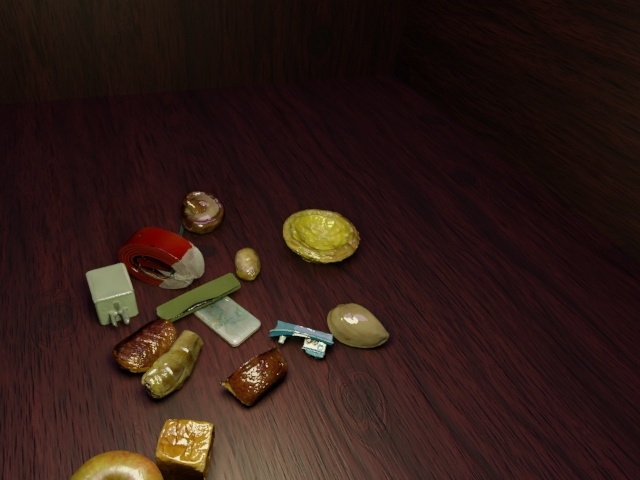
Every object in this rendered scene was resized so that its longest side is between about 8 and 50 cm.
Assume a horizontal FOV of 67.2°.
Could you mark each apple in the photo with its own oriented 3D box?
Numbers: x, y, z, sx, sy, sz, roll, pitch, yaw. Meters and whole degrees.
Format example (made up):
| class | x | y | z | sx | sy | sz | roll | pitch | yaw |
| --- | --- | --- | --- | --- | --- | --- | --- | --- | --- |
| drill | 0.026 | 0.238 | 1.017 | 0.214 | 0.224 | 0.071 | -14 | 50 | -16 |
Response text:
| class | x | y | z | sx | sy | sz | roll | pitch | yaw |
| --- | --- | --- | --- | --- | --- | --- | --- | --- | --- |
| apple | -0.513 | 0.667 | 1.198 | 0.264 | 0.264 | 0.264 | 5 | 40 | -4 |

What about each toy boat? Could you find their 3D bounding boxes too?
| class | x | y | z | sx | sy | sz | roll | pitch | yaw |
| --- | --- | --- | --- | --- | --- | --- | --- | --- | --- |
| toy boat | -0.071 | 0.359 | 1.738 | 0.238 | 0.109 | 0.098 | 14 | 75 | 7 |

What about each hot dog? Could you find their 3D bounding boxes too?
| class | x | y | z | sx | sy | sz | roll | pitch | yaw |
| --- | --- | --- | --- | --- | --- | --- | --- | --- | --- |
| hot dog | -0.593 | 0.357 | 1.637 | 0.160 | 0.099 | 0.227 | 29 | 43 | 23 |

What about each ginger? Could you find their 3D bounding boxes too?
| class | x | y | z | sx | sy | sz | roll | pitch | yaw |
| --- | --- | --- | --- | --- | --- | --- | --- | --- | --- |
| ginger | -0.479 | 0.411 | 1.589 | 0.116 | 0.109 | 0.263 | 19 | 35 | 9 |

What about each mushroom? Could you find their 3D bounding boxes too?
| class | x | y | z | sx | sy | sz | roll | pitch | yaw |
| --- | --- | --- | --- | --- | --- | --- | --- | --- | --- |
| mushroom | -0.539 | -0.117 | 2.188 | 0.194 | 0.138 | 0.231 | 12 | 50 | -23 |

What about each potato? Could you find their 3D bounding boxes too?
| class | x | y | z | sx | sy | sz | roll | pitch | yaw |
| --- | --- | --- | --- | --- | --- | --- | --- | --- | --- |
| potato | -0.304 | 0.099 | 2.004 | 0.107 | 0.080 | 0.170 | -6 | 47 | -18 |

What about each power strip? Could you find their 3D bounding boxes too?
| class | x | y | z | sx | sy | sz | roll | pitch | yaw |
| --- | --- | --- | --- | --- | --- | --- | --- | --- | --- |
| power strip | -0.750 | 0.213 | 1.748 | 0.139 | 0.140 | 0.224 | -15 | 45 | -27 |

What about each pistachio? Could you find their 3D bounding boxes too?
| class | x | y | z | sx | sy | sz | roll | pitch | yaw |
| --- | --- | --- | --- | --- | --- | --- | --- | --- | --- |
| pistachio | 0.139 | 0.317 | 1.791 | 0.238 | 0.153 | 0.138 | 15 | 1 | 5 |

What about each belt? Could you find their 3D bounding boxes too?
| class | x | y | z | sx | sy | sz | roll | pitch | yaw |
| --- | --- | --- | --- | --- | --- | --- | --- | --- | --- |
| belt | -0.612 | 0.072 | 1.869 | 0.324 | 0.227 | 0.115 | 13 | 43 | 8 |

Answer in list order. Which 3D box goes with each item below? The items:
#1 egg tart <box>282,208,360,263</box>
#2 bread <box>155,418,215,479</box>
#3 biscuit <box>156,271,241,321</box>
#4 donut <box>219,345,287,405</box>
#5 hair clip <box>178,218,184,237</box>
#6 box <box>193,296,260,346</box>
| class | x | y | z | sx | sy | sz | roll | pitch | yaw |
| --- | --- | --- | --- | --- | --- | --- | --- | --- | --- |
| egg tart | 0.000 | 0.000 | 2.133 | 0.345 | 0.132 | 0.345 | 4 | 40 | -4 |
| bread | -0.379 | 0.595 | 1.356 | 0.143 | 0.158 | 0.149 | 6 | 36 | -1 |
| biscuit | -0.455 | 0.218 | 1.815 | 0.322 | 0.038 | 0.099 | -27 | 47 | -27 |
| donut | -0.208 | 0.446 | 1.582 | 0.126 | 0.144 | 0.186 | 48 | 25 | 12 |
| hair clip | -0.627 | -0.022 | 2.131 | 0.070 | 0.039 | 0.229 | 5 | 36 | -4 |
| box | -0.368 | 0.280 | 1.813 | 0.285 | 0.044 | 0.142 | 32 | 50 | 25 |
